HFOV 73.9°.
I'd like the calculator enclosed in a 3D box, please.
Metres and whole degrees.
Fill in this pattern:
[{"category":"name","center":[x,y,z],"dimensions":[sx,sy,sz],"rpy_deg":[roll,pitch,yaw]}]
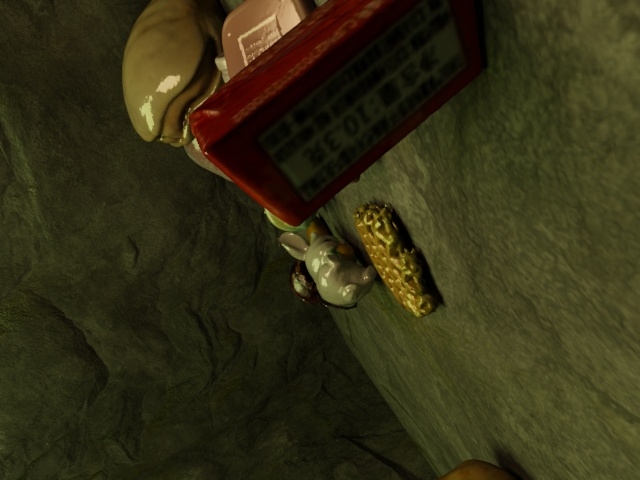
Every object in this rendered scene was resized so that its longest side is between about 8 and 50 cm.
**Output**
[{"category":"calculator","center":[-0.059,-0.232,0.679],"dimensions":[0.220,0.048,0.330],"rpy_deg":[-6,109,43]}]

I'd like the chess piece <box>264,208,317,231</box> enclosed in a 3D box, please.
[{"category":"chess piece","center":[-0.064,-0.116,1.206],"dimensions":[0.176,0.175,0.298],"rpy_deg":[61,167,-4]}]

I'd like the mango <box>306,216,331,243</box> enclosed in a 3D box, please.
[{"category":"mango","center":[0.001,0.002,1.497],"dimensions":[0.115,0.090,0.178],"rpy_deg":[-118,9,-66]}]

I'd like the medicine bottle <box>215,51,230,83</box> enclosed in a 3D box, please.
[{"category":"medicine bottle","center":[-0.115,-0.301,0.931],"dimensions":[0.133,0.133,0.250],"rpy_deg":[50,167,55]}]

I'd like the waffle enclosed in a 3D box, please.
[{"category":"waffle","center":[0.139,0.038,0.836],"dimensions":[0.254,0.052,0.245],"rpy_deg":[60,174,-5]}]

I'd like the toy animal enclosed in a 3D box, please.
[{"category":"toy animal","center":[0.023,0.069,1.197],"dimensions":[0.325,0.208,0.154],"rpy_deg":[28,107,40]}]

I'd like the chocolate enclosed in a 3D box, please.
[{"category":"chocolate","center":[-0.003,-0.140,0.405],"dimensions":[0.108,0.237,0.235],"rpy_deg":[53,176,-28]}]

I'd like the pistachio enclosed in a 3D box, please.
[{"category":"pistachio","center":[-0.401,-0.485,1.211],"dimensions":[0.281,0.446,0.365],"rpy_deg":[10,-164,-45]}]

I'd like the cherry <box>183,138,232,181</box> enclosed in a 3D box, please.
[{"category":"cherry","center":[-0.313,-0.352,1.475],"dimensions":[0.335,0.291,0.326],"rpy_deg":[37,-178,-27]}]

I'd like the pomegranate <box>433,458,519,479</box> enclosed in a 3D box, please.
[{"category":"pomegranate","center":[0.343,0.636,0.867],"dimensions":[0.333,0.332,0.332],"rpy_deg":[59,173,12]}]

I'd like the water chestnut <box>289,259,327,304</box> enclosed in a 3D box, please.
[{"category":"water chestnut","center":[-0.011,0.139,1.692],"dimensions":[0.224,0.223,0.238],"rpy_deg":[58,136,20]}]
